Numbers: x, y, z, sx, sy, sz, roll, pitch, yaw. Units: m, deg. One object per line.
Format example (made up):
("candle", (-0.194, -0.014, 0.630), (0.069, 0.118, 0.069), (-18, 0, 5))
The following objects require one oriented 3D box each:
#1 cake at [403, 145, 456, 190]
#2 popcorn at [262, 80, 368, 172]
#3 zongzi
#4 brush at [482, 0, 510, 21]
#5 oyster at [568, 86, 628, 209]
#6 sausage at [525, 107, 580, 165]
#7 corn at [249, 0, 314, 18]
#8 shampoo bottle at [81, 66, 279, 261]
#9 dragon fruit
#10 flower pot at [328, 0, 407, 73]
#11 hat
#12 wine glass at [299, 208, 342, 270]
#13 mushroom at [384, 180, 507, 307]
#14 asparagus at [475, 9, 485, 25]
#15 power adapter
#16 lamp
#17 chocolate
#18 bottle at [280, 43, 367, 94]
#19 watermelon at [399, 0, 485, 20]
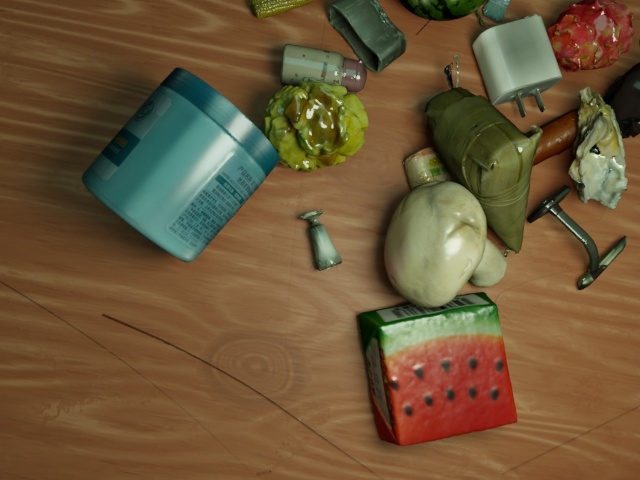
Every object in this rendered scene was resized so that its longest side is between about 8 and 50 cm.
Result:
("cake", (0.350, -0.211, 1.399), (0.226, 0.090, 0.109), (-17, 81, -7))
("popcorn", (-0.016, -0.299, 1.313), (0.258, 0.270, 0.223), (-11, 78, 39))
("zongzi", (0.403, -0.221, 1.356), (0.182, 0.418, 0.447), (-24, 45, 2))
("brush", (0.541, -0.740, 1.505), (0.070, 0.021, 0.196), (25, 80, 0))
("oyster", (0.720, -0.229, 1.342), (0.275, 0.100, 0.271), (38, 67, -33))
("sausage", (0.610, -0.266, 1.418), (0.330, 0.102, 0.102), (-26, 86, -7))
("corn", (-0.084, -0.687, 1.424), (0.231, 0.080, 0.080), (-25, 86, -7))
("shampoo bottle", (-0.330, -0.170, 1.225), (0.331, 0.331, 0.342), (38, 84, 1))
("dragon fruit", (0.764, -0.573, 1.413), (0.268, 0.205, 0.210), (-10, 122, -26))
("flower pot", (0.132, -0.588, 1.416), (0.108, 0.103, 0.229), (-40, 87, -8))
("hat", (0.888, -0.432, 1.395), (0.336, 0.238, 0.209), (-31, 84, -21))
("wine glass", (0.000, 0.000, 1.361), (0.072, 0.072, 0.155), (-19, 85, -6))
("mushroom", (0.286, 0.016, 1.285), (0.315, 0.356, 0.315), (-6, 71, 17))
("asparagus", (0.459, -0.679, 1.493), (0.014, 0.015, 0.114), (-15, 86, -40))
("power adapter", (0.558, -0.472, 1.424), (0.187, 0.124, 0.255), (-17, 86, -4))
("lamp", (0.726, -0.032, 1.392), (0.203, 0.124, 0.283), (-38, 90, -17))
("chocolate", (0.306, 0.326, 1.298), (0.360, 0.161, 0.341), (-9, 88, -5))
("bottle", (0.011, -0.463, 1.390), (0.233, 0.110, 0.109), (9, 83, -4))
("watermelon", (0.336, -0.735, 1.357), (0.285, 0.285, 0.285), (0, 84, -4))
